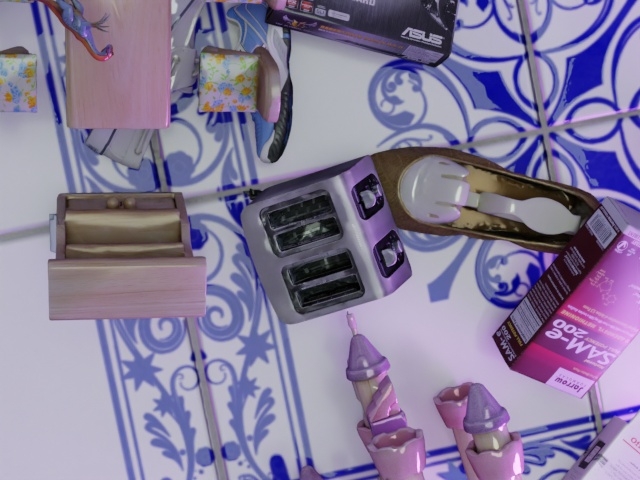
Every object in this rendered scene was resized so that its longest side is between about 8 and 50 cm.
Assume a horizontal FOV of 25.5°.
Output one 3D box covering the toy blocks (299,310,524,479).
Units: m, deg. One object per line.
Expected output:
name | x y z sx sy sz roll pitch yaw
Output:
toy blocks | 0.068 0.239 1.701 0.309 0.288 0.260 -18 100 -2

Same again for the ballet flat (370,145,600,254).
ballet flat | 0.207 -0.047 1.782 0.342 0.124 0.116 14 91 -6

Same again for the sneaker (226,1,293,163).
sneaker | -0.076 -0.200 1.776 0.081 0.080 0.211 -2 83 1

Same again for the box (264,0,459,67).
box | 0.060 -0.332 1.753 0.231 0.056 0.183 14 76 -13

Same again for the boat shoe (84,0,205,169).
boat shoe | -0.191 -0.212 1.750 0.088 0.096 0.267 30 91 -13

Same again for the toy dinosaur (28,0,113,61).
toy dinosaur | -0.253 -0.227 1.500 0.090 0.047 0.082 -8 100 23

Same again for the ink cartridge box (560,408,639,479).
ink cartridge box | 0.396 0.305 1.848 0.104 0.060 0.180 40 88 -5

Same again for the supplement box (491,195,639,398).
supplement box | 0.341 0.074 1.766 0.130 0.073 0.239 23 115 -28

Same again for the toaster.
toaster | 0.000 0.000 1.748 0.185 0.110 0.168 -17 98 19

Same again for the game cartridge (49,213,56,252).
game cartridge | -0.300 -0.007 1.787 0.083 0.017 0.056 -1 89 -6

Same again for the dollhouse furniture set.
dollhouse furniture set | -0.223 -0.140 1.584 0.362 0.256 0.394 -1 109 -10
